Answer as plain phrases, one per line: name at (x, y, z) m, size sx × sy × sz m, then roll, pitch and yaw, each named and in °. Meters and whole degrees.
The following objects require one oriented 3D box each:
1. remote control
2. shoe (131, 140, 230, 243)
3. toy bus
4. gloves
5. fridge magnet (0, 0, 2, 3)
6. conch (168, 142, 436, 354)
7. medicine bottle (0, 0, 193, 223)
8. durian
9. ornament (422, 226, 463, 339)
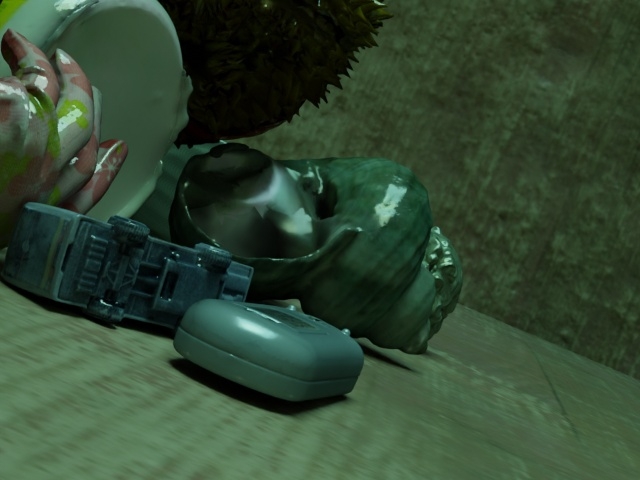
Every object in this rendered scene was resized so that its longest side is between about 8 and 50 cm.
remote control at (-0.027, 0.067, 1.028) m, size 0.087 × 0.047 × 0.244 m, roll 20°, pitch 0°, yaw 11°
shoe at (-0.165, -0.051, 1.675) m, size 0.363 × 0.132 × 0.160 m, roll 31°, pitch -17°, yaw 15°
toy bus at (-0.118, 0.020, 1.034) m, size 0.075 × 0.064 × 0.190 m, roll 18°, pitch -1°, yaw 36°
gloves at (-0.207, -0.053, 1.036) m, size 0.241 × 0.145 × 0.126 m, roll 5°, pitch 29°, yaw -45°
fridge magnet at (-0.337, -0.200, 0.886) m, size 0.363 × 0.363 × 0.155 m, roll 23°, pitch -29°, yaw 2°
conch at (0.000, 0.000, 1.468) m, size 0.277 × 0.195 × 0.220 m, roll 45°, pitch 24°, yaw -9°
medicine bottle at (-0.307, -0.152, 1.297) m, size 0.379 × 0.213 × 0.213 m, roll 23°, pitch 2°, yaw 30°
durian at (-0.112, -0.248, 1.447) m, size 0.384 × 0.347 × 0.347 m, roll 8°, pitch -5°, yaw 29°
ornament at (0.016, 0.010, 1.738) m, size 0.285 × 0.130 × 0.120 m, roll 23°, pitch -11°, yaw 12°
